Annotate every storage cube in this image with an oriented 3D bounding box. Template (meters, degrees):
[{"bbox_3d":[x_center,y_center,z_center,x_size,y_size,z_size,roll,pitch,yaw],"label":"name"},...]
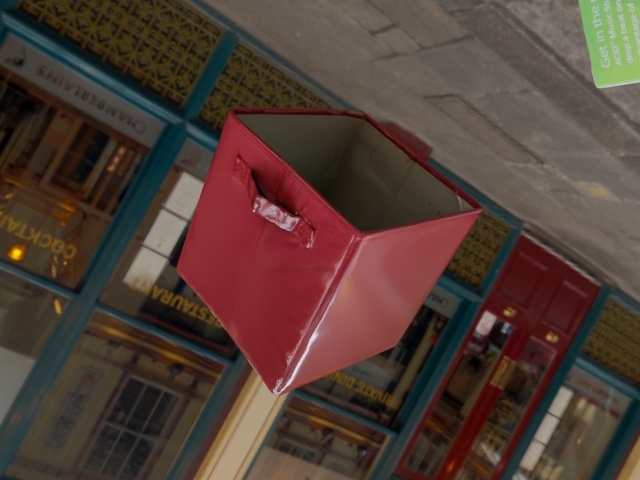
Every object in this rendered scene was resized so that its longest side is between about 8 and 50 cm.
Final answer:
[{"bbox_3d":[0.000,0.000,0.611,0.214,0.193,0.183,-12,-132,-45],"label":"storage cube"}]

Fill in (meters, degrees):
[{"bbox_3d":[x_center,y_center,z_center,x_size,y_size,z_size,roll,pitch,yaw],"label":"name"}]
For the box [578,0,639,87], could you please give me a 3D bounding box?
[{"bbox_3d":[0.223,-0.198,0.246,0.322,0.058,0.233,16,126,67],"label":"box"}]
